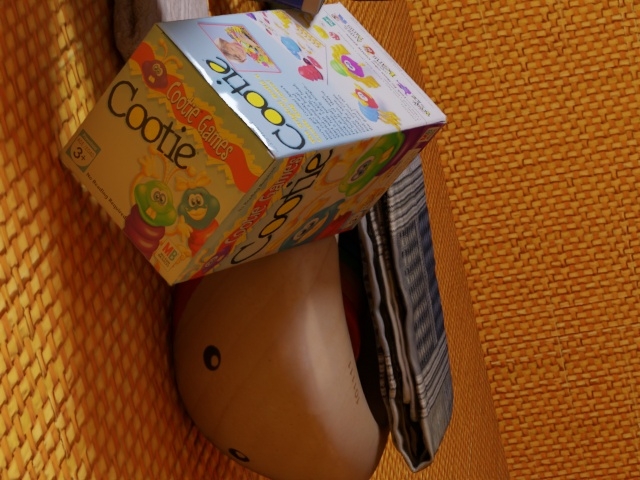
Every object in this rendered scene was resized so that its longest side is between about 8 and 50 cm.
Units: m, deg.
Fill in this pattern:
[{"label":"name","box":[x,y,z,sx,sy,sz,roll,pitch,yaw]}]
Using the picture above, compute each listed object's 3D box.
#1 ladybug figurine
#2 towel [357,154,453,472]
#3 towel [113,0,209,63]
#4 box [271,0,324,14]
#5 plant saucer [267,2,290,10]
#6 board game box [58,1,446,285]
[{"label":"ladybug figurine","box":[-0.032,0.066,1.789,0.449,0.161,0.305,-70,148,-70]},{"label":"towel","box":[0.072,0.037,1.823,0.324,0.056,0.312,-37,119,-81]},{"label":"towel","box":[-0.148,-0.237,1.787,0.187,0.049,0.282,62,21,-56]},{"label":"box","box":[-0.097,-0.248,1.608,0.136,0.225,0.037,-71,177,-70]},{"label":"plant saucer","box":[0.009,-0.411,2.383,0.318,0.043,0.317,-59,-169,18]},{"label":"board game box","box":[-0.047,-0.083,1.530,0.144,0.142,0.275,49,28,14]}]
